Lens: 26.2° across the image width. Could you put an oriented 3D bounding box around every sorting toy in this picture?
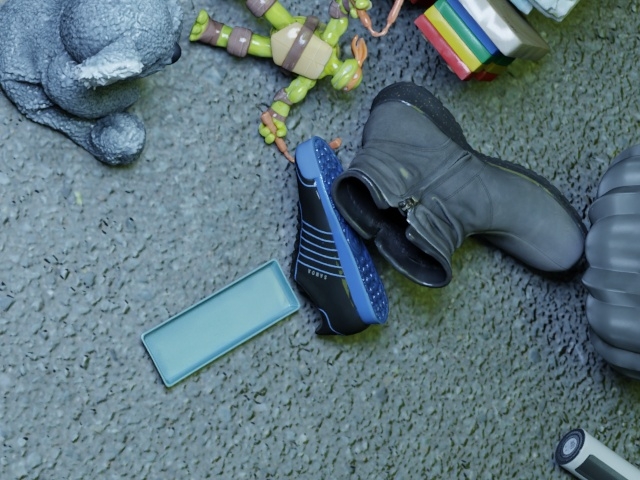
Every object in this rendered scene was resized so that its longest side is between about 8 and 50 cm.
[{"bbox_3d":[0.146,-0.301,1.646,0.089,0.257,0.255,-41,84,17],"label":"sorting toy"}]

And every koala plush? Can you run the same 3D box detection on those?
[{"bbox_3d":[-0.227,-0.209,1.433,0.203,0.221,0.196,23,73,-22],"label":"koala plush"}]

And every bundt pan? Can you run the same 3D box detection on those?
[{"bbox_3d":[0.416,0.026,1.724,0.331,0.124,0.331,-15,107,-62],"label":"bundt pan"}]

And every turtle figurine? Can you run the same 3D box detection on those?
[{"bbox_3d":[-0.027,-0.238,1.582,0.217,0.269,0.087,30,28,-8],"label":"turtle figurine"}]

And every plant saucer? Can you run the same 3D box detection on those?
[{"bbox_3d":[-0.113,0.092,1.561,0.192,0.018,0.067,-30,96,-29],"label":"plant saucer"}]

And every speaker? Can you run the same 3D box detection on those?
[{"bbox_3d":[0.367,0.297,1.756,0.136,0.055,0.055,36,68,-19],"label":"speaker"}]

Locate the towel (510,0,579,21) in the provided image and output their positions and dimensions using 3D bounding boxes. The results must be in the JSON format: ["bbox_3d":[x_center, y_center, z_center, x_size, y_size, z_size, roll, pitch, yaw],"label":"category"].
[{"bbox_3d":[0.257,-0.492,1.624,0.320,0.090,0.374,-45,102,-1],"label":"towel"}]

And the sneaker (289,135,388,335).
[{"bbox_3d":[0.000,0.000,1.588,0.081,0.090,0.232,-21,94,-67],"label":"sneaker"}]

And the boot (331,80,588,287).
[{"bbox_3d":[0.163,-0.016,1.623,0.338,0.118,0.222,34,42,-11],"label":"boot"}]
